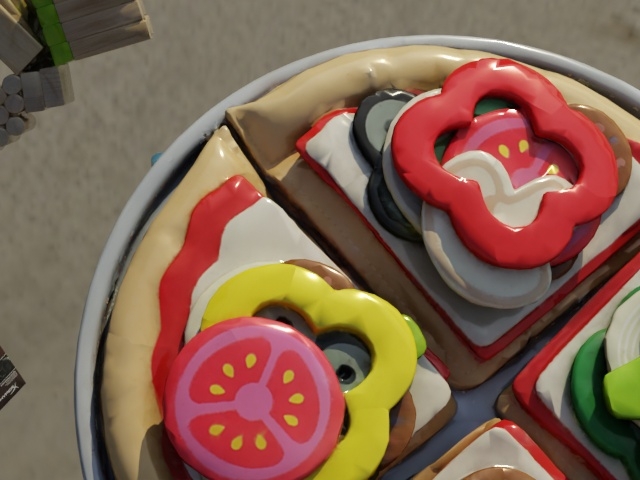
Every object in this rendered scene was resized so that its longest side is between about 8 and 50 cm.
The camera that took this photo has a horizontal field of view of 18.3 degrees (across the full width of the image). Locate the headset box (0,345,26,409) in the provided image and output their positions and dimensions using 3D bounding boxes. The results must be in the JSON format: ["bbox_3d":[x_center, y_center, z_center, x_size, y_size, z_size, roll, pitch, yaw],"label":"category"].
[{"bbox_3d":[-0.239,0.070,1.290,0.062,0.083,0.032,3,41,46],"label":"headset box"}]

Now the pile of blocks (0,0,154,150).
[{"bbox_3d":[-0.327,-0.173,2.081,0.362,0.112,0.149,-42,95,4],"label":"pile of blocks"}]

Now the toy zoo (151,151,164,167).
[{"bbox_3d":[0.000,0.000,1.472,0.293,0.030,0.192,22,54,17],"label":"toy zoo"}]

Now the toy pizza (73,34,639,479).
[{"bbox_3d":[0.041,0.036,0.487,0.201,0.032,0.201,4,68,-10],"label":"toy pizza"}]
